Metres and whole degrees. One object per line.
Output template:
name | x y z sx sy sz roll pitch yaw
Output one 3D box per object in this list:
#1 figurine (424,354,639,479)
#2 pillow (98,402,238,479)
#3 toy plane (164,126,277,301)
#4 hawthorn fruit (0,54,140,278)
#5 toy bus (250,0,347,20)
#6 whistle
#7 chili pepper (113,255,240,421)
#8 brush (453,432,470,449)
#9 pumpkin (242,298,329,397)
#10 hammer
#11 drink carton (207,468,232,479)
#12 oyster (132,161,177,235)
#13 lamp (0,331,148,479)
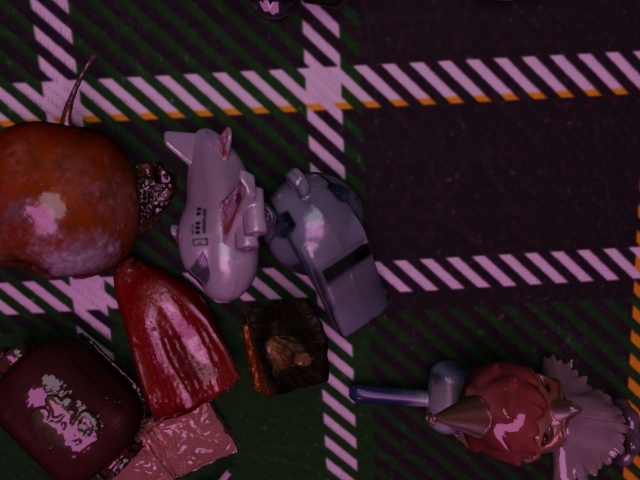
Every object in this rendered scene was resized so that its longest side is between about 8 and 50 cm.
figurine | 0.321 0.260 1.062 0.387 0.166 0.207 18 67 -26
pillow | -0.262 0.341 1.157 0.232 0.043 0.126 -22 108 1
toy plane | -0.148 -0.039 0.988 0.118 0.252 0.252 -2 106 -34
hawthorn fruit | -0.367 -0.056 0.978 0.235 0.263 0.231 -17 137 13
toy bus | -0.155 -0.432 0.891 0.427 0.203 0.233 11 99 -6
whistle | 0.000 0.000 1.043 0.163 0.163 0.290 -18 138 3
chili pepper | -0.227 0.135 1.077 0.144 0.136 0.253 -18 97 31
brush | 0.227 0.318 1.175 0.083 0.019 0.021 37 116 -8
pumpkin | -0.046 0.154 1.023 0.126 0.248 0.131 -7 84 -8
hammer | 0.142 0.248 1.135 0.194 0.069 0.116 3 102 3
drink carton | -0.206 0.455 1.164 0.200 0.084 0.074 -35 98 11
oyster | -0.262 -0.054 1.064 0.086 0.029 0.132 5 102 -3
lamp | -0.376 0.245 1.059 0.180 0.180 0.258 -41 93 8
